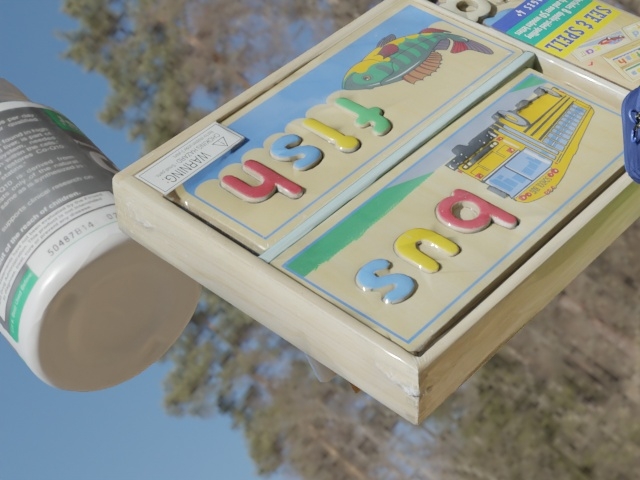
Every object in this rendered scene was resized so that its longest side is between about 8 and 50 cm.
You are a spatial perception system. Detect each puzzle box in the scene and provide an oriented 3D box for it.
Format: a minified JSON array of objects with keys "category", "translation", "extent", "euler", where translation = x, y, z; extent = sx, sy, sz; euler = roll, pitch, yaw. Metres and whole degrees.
[{"category":"puzzle box","translation":[0.091,-0.067,0.965],"extent":[0.409,0.272,0.052],"euler":[-38,-35,-34]}]

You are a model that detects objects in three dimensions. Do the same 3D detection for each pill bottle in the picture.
[{"category":"pill bottle","translation":[-0.302,-0.021,1.432],"extent":[0.204,0.361,0.204],"euler":[-27,-41,-26]}]

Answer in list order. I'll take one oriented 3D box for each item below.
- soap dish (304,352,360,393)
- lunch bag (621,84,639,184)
[{"category":"soap dish","translation":[0.000,0.000,1.563],"extent":[0.118,0.291,0.229],"euler":[-22,-53,4]},{"category":"lunch bag","translation":[0.232,-0.071,0.821],"extent":[0.098,0.067,0.065],"euler":[0,-14,-12]}]
